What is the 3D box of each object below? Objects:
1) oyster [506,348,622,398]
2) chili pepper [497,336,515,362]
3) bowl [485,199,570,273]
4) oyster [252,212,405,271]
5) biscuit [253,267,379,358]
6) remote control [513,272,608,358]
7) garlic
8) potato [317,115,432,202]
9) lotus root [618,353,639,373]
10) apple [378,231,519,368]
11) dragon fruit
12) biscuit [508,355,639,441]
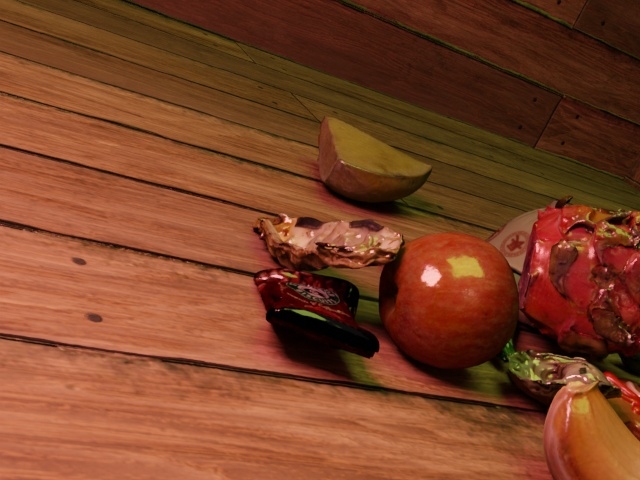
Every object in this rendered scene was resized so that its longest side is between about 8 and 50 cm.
[{"bbox_3d":[0.344,0.194,1.182,0.166,0.053,0.108,7,7,3],"label":"oyster"},{"bbox_3d":[0.288,0.137,1.358,0.088,0.059,0.227,26,21,-4],"label":"chili pepper"},{"bbox_3d":[0.503,0.018,1.705,0.337,0.157,0.337,23,10,-4],"label":"bowl"},{"bbox_3d":[-0.002,0.001,1.238,0.129,0.078,0.345,-23,19,-29],"label":"oyster"},{"bbox_3d":[-0.008,0.091,1.101,0.151,0.063,0.235,22,12,-12],"label":"biscuit"},{"bbox_3d":[0.367,0.107,1.541,0.344,0.050,0.145,24,19,-3],"label":"remote control"},{"bbox_3d":[0.345,0.271,1.003,0.207,0.128,0.115,37,-20,15],"label":"garlic"},{"bbox_3d":[0.067,-0.142,1.748,0.270,0.112,0.255,26,22,13],"label":"potato"},{"bbox_3d":[0.572,0.211,1.516,0.099,0.054,0.049,18,-1,-23],"label":"lotus root"},{"bbox_3d":[0.172,0.082,1.169,0.174,0.188,0.188,4,25,-19],"label":"apple"},{"bbox_3d":[0.475,0.064,1.379,0.291,0.250,0.269,7,7,8],"label":"dragon fruit"},{"bbox_3d":[0.433,0.240,1.288,0.324,0.049,0.205,14,21,-34],"label":"biscuit"}]
